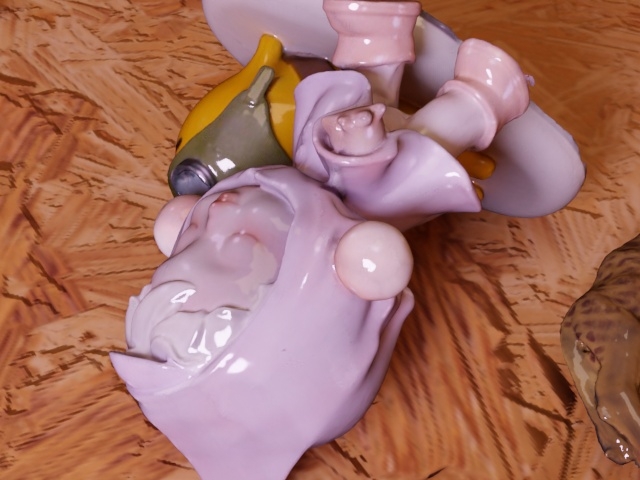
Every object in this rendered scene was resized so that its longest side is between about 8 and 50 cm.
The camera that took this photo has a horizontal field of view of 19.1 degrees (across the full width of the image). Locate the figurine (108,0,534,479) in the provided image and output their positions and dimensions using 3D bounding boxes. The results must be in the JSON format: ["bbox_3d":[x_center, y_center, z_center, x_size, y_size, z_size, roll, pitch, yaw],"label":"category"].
[{"bbox_3d":[0.000,0.001,0.971,0.200,0.133,0.276,11,64,53],"label":"figurine"}]

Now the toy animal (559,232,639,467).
[{"bbox_3d":[0.202,0.036,1.062,0.149,0.054,0.275,4,42,-5],"label":"toy animal"}]

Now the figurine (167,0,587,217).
[{"bbox_3d":[0.013,-0.043,1.081,0.250,0.166,0.141,27,66,7],"label":"figurine"}]
